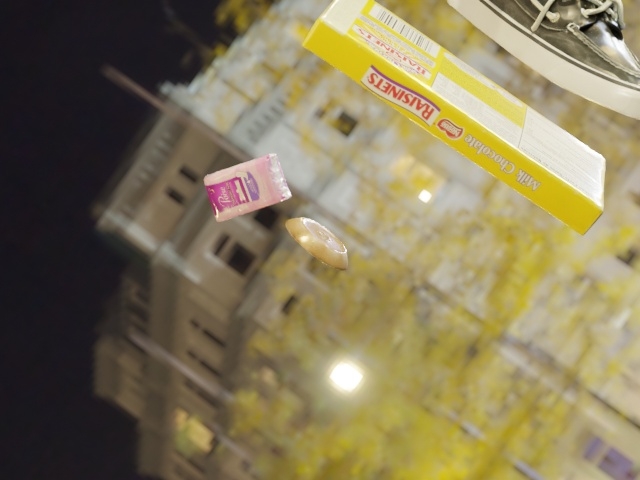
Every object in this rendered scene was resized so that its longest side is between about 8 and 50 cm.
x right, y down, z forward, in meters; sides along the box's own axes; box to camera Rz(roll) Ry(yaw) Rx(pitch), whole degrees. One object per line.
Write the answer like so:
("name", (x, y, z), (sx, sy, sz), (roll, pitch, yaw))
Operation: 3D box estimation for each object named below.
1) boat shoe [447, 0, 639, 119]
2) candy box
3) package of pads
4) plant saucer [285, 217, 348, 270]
("boat shoe", (0.255, -0.223, 1.824), (0.113, 0.306, 0.105), (14, -69, -39))
("candy box", (0.087, -0.084, 1.103), (0.027, 0.206, 0.105), (-55, 3, 24))
("package of pads", (-0.075, -0.054, 1.811), (0.083, 0.050, 0.032), (-17, 3, 27))
("plant saucer", (0.000, 0.000, 1.907), (0.015, 0.083, 0.083), (-51, -13, 15))
